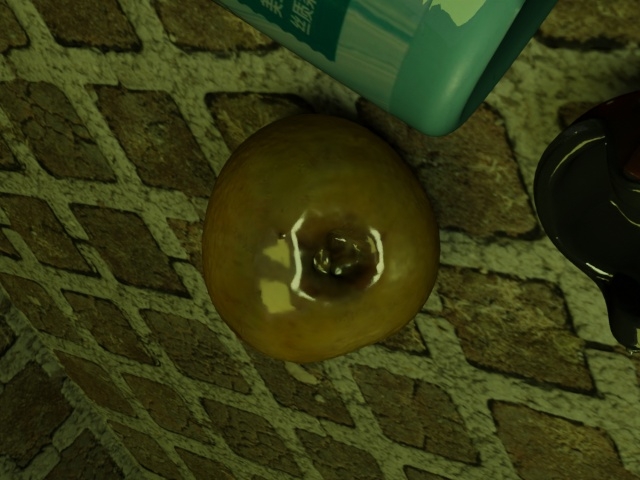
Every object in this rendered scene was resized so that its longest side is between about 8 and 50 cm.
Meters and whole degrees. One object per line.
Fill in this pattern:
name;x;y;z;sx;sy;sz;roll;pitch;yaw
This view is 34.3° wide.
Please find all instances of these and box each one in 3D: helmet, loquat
helmet;0.283;-0.027;0.844;0.216;0.193;0.189;17;136;33
loquat;0.000;0.000;1.149;0.275;0.275;0.275;28;147;20

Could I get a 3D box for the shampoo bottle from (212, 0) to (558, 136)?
shampoo bottle;0.028;-0.286;0.656;0.343;0.331;0.331;34;149;6
